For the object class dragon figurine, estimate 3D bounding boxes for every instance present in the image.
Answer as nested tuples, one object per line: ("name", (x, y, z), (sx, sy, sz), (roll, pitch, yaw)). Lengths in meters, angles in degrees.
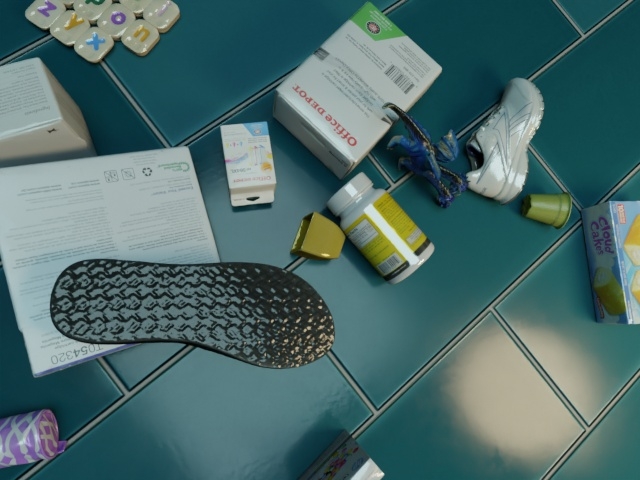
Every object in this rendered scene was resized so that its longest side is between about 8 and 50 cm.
("dragon figurine", (0.216, -0.174, 0.854), (0.144, 0.289, 0.085), (33, 78, 34))

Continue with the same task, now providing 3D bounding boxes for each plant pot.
("plant pot", (0.000, 0.000, 0.856), (0.083, 0.081, 0.081), (23, 77, -14))
("plant pot", (0.495, -0.072, 0.959), (0.079, 0.083, 0.084), (9, 79, 5))

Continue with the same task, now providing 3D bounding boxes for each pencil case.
("pencil case", (-0.541, 0.342, 0.702), (0.205, 0.086, 0.088), (-11, 117, -9))

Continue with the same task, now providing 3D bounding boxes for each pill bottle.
("pill bottle", (0.115, -0.026, 0.859), (0.119, 0.119, 0.208), (-41, 89, -14))

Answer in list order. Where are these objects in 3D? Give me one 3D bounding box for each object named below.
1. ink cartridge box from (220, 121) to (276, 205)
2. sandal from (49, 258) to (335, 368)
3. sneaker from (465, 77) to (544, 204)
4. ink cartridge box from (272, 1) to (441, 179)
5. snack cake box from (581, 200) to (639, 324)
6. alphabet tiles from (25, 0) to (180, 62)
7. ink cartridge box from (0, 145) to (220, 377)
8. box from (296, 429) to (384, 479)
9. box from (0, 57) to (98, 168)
("ink cartridge box", (-0.140, -0.145, 0.849), (0.092, 0.090, 0.143), (-9, 81, -11))
("sandal", (-0.193, 0.113, 0.729), (0.445, 0.107, 0.168), (11, 73, -13))
("sneaker", (0.397, -0.232, 0.952), (0.129, 0.111, 0.297), (17, 77, -1))
("ink cartridge box", (0.071, -0.305, 0.897), (0.211, 0.121, 0.289), (43, 76, -1))
("snack cake box", (0.691, 0.049, 0.961), (0.152, 0.089, 0.265), (-2, 81, -9))
("alphabet tiles", (-0.446, -0.508, 0.895), (0.284, 0.021, 0.278), (33, 77, -3))
("ink cartridge box", (-0.351, 0.017, 0.750), (0.323, 0.071, 0.331), (-14, 87, -30))
("box", (0.021, 0.408, 0.733), (0.145, 0.186, 0.038), (-42, 89, -13))
("box", (-0.517, -0.192, 0.746), (0.181, 0.181, 0.119), (-22, 84, -13))
